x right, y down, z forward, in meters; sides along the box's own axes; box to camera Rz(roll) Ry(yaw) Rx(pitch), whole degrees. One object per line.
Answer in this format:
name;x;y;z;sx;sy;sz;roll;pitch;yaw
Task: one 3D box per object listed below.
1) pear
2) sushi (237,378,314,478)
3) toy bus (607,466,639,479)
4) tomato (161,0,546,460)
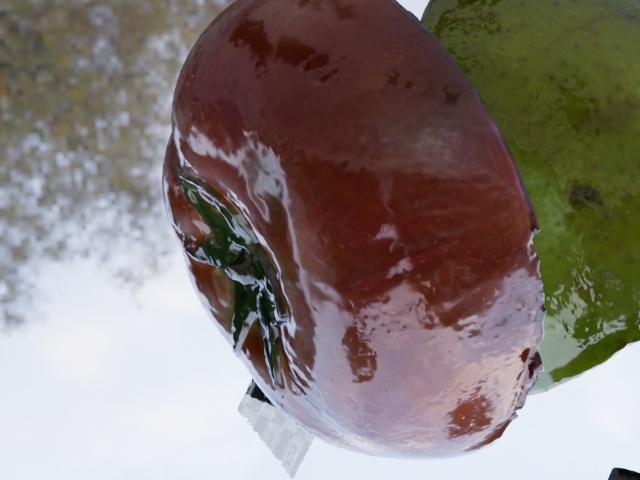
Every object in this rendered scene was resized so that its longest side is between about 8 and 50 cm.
pear;0.172;-0.080;1.105;0.288;0.239;0.139;-41;-170;-37
sushi;0.001;0.111;1.452;0.031;0.201;0.139;21;-106;20
toy bus;0.295;0.276;1.136;0.162;0.194;0.323;10;165;46
tomato;-0.001;0.000;0.773;0.085;0.225;0.225;-25;-148;-28
